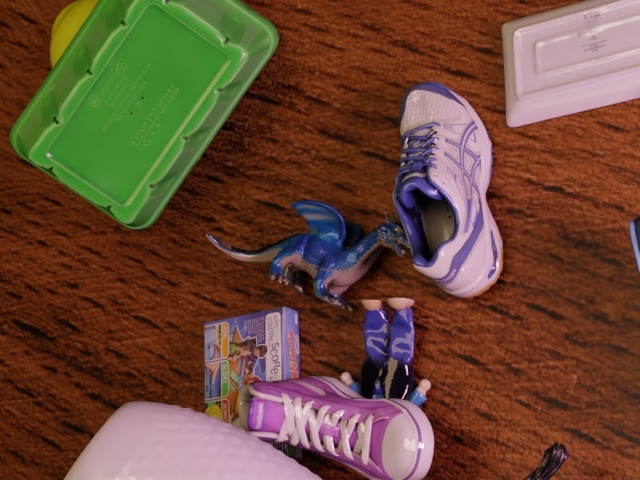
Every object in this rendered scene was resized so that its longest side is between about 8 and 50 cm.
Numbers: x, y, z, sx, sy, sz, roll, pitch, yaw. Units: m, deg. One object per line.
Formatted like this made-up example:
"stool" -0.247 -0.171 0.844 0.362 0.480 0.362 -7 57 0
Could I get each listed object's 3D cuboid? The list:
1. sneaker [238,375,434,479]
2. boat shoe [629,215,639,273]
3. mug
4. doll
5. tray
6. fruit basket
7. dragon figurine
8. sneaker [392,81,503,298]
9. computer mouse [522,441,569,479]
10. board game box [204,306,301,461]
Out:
"sneaker" 0.002 0.228 1.797 0.282 0.161 0.102 10 94 55
"boat shoe" 0.420 0.083 1.650 0.089 0.109 0.258 -26 79 18
"mug" -0.157 0.377 1.786 0.328 0.276 0.374 35 135 4
"doll" 0.078 0.168 1.879 0.129 0.046 0.189 -4 80 32
"tray" 0.339 -0.235 1.830 0.270 0.030 0.145 -12 69 31
"fruit basket" -0.267 -0.230 2.153 0.392 0.283 0.392 -53 11 15
"dragon figurine" 0.000 0.000 1.956 0.289 0.085 0.144 20 86 33
"sneaker" 0.145 -0.079 1.855 0.112 0.131 0.296 -27 61 28
"computer mouse" 0.276 0.315 1.608 0.106 0.042 0.193 -49 53 12
"board game box" -0.091 0.198 1.993 0.136 0.035 0.201 -12 70 32
